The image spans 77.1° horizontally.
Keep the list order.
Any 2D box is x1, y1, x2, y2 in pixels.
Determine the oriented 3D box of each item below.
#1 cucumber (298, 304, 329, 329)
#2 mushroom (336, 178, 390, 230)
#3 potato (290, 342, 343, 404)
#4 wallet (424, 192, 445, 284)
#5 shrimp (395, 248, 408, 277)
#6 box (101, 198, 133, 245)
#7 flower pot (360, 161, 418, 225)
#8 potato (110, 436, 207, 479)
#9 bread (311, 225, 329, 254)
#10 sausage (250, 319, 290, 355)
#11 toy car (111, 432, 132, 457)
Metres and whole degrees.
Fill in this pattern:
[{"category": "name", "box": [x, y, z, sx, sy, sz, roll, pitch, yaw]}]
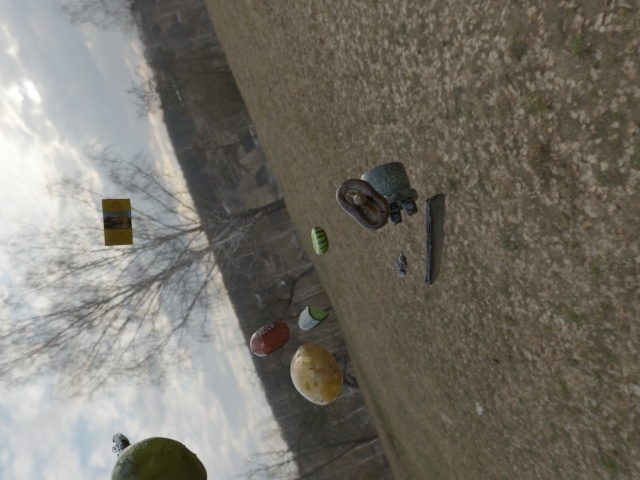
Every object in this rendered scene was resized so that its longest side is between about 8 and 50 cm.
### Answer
[{"category": "cucumber", "box": [-0.051, 0.405, 2.012, 0.115, 0.063, 0.244, 28, 147, -3]}, {"category": "mushroom", "box": [0.138, -0.148, 1.422, 0.226, 0.148, 0.217, 36, -177, 18]}, {"category": "potato", "box": [-0.020, 0.393, 1.208, 0.146, 0.150, 0.233, 40, 166, -23]}, {"category": "wallet", "box": [0.500, -0.008, 1.759, 0.046, 0.190, 0.380, 8, 109, 31]}, {"category": "shrimp", "box": [0.434, 0.121, 2.137, 0.065, 0.056, 0.165, -121, 21, -56]}, {"category": "box", "box": [-0.671, -0.060, 1.329, 0.023, 0.086, 0.155, -178, 84, -72]}, {"category": "flower pot", "box": [0.343, -0.225, 2.035, 0.299, 0.298, 0.283, 117, 137, -78]}, {"category": "potato", "box": [-0.409, 0.617, 1.041, 0.253, 0.186, 0.149, 32, -167, -29]}, {"category": "bread", "box": [0.000, 0.000, 1.972, 0.130, 0.071, 0.139, 100, 153, -68]}, {"category": "sausage", "box": [-0.112, 0.213, 0.887, 0.059, 0.094, 0.054, 42, 157, 54]}, {"category": "toy car", "box": [-0.689, 0.784, 1.436, 0.095, 0.056, 0.205, -37, 74, 40]}]
